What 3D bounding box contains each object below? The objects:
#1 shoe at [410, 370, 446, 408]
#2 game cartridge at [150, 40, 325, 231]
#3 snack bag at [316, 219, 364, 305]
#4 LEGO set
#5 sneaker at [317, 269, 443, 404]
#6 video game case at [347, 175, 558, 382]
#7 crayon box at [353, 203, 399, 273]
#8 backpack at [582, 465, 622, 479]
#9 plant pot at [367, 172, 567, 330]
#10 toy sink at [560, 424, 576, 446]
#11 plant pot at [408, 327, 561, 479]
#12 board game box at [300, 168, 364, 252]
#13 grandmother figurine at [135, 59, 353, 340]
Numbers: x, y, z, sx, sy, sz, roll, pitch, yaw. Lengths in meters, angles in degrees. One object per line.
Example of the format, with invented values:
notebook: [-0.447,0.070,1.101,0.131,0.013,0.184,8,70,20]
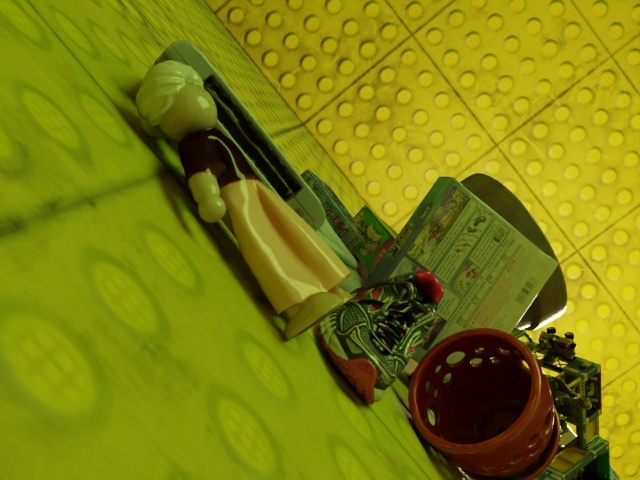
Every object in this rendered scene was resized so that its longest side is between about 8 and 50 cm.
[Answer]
shoe: [0.211,0.252,1.252,0.076,0.058,0.219,54,8,20]
game cartridge: [-0.118,-0.134,0.969,0.294,0.060,0.196,51,-14,-17]
snack bag: [0.000,0.000,1.278,0.342,0.037,0.323,57,9,34]
LEGO set: [0.345,0.325,1.197,0.255,0.192,0.331,25,-53,48]
sneaker: [0.085,0.106,0.925,0.121,0.112,0.299,53,21,-3]
video game case: [0.214,0.075,1.144,0.244,0.269,0.061,36,-3,-18]
crayon box: [0.223,0.090,1.683,0.313,0.106,0.363,42,7,-19]
backpack: [0.502,0.501,1.370,0.158,0.173,0.117,55,8,15]
plant pot: [0.256,0.075,1.357,0.323,0.280,0.323,60,-6,11]
toy sink: [0.482,0.433,1.645,0.234,0.153,0.131,44,11,-40]
plant pot: [0.246,0.247,1.015,0.174,0.191,0.191,48,8,-39]
board game box: [0.030,-0.049,1.580,0.194,0.060,0.194,55,8,16]
grandmother figurine: [-0.092,-0.055,0.796,0.342,0.104,0.208,55,0,6]
